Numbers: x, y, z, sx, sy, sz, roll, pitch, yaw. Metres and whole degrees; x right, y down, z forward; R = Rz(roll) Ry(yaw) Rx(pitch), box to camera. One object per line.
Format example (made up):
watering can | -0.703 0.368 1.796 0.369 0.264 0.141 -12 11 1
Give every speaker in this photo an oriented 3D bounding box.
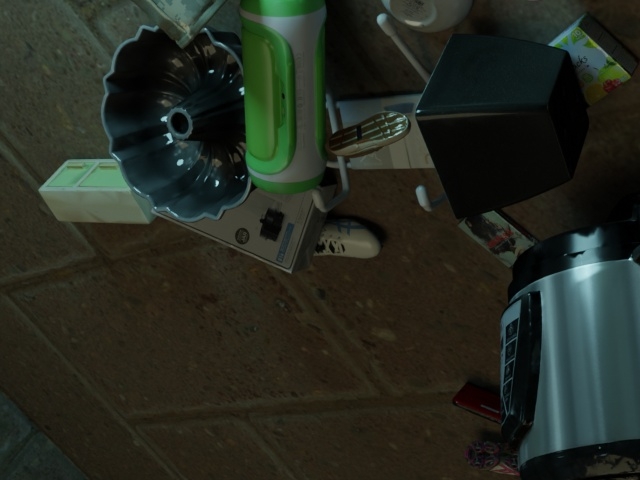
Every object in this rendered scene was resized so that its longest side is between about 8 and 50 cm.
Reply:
speaker | -0.051 -0.221 1.673 0.131 0.131 0.296 16 124 26

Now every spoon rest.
spoon rest | 0.085 -0.379 1.592 0.276 0.084 0.137 29 148 -14

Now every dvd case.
dvd case | 0.290 -0.009 1.885 0.119 0.013 0.087 38 145 -5

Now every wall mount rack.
wall mount rack | 0.071 -0.195 1.759 0.350 0.130 0.304 1 112 37

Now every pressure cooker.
pressure cooker | 0.444 0.150 1.615 0.375 0.420 0.370 19 152 -40

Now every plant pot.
plant pot | 0.254 -0.158 1.549 0.167 0.187 0.188 -1 132 30

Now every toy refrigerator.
toy refrigerator | -0.422 -0.101 2.290 0.269 0.102 0.094 2 133 39

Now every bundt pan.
bundt pan | -0.194 -0.200 1.900 0.331 0.124 0.331 10 110 29

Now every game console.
game console | 0.325 0.335 2.194 0.144 0.124 0.085 19 115 21

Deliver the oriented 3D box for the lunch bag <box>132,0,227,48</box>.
lunch bag | -0.201 -0.419 1.584 0.235 0.287 0.169 45 143 -15

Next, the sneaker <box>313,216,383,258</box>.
sneaker | 0.000 0.000 2.073 0.237 0.086 0.085 11 136 29

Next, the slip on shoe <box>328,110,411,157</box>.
slip on shoe | 0.076 -0.148 1.677 0.135 0.051 0.041 -18 148 32

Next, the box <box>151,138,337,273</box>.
box | -0.136 -0.073 2.029 0.290 0.087 0.169 24 105 17

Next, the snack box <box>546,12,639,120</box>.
snack box | 0.343 -0.229 1.566 0.100 0.037 0.141 42 146 -6

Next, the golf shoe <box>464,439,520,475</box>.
golf shoe | 0.382 0.426 2.277 0.186 0.067 0.086 2 164 32
